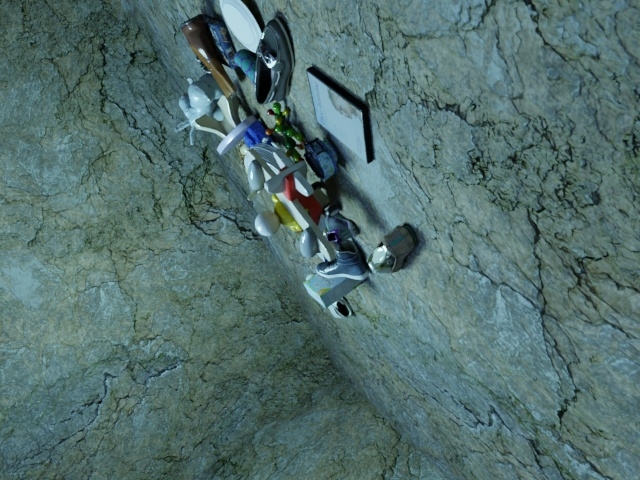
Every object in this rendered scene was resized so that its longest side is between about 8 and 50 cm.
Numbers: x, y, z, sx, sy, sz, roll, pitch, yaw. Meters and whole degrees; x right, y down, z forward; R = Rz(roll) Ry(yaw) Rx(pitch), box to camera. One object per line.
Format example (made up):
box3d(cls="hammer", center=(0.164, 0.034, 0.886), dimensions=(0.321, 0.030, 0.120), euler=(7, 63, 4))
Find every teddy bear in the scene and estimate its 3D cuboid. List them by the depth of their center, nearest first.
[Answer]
box3d(cls="teddy bear", center=(-0.298, -0.355, 2.255), dimensions=(0.338, 0.113, 0.245), euler=(95, 156, -76))

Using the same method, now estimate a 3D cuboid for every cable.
box3d(cls="cable", center=(-0.186, -0.277, 2.004), dimensions=(0.257, 0.089, 0.257), euler=(42, 158, -18))

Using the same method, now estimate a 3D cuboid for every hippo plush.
box3d(cls="hippo plush", center=(-0.549, -0.644, 2.253), dimensions=(0.234, 0.294, 0.237), euler=(41, 151, 14))

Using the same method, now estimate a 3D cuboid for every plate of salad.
box3d(cls="plate of salad", center=(-0.234, -0.669, 1.532), dimensions=(0.200, 0.048, 0.200), euler=(43, 165, 15))

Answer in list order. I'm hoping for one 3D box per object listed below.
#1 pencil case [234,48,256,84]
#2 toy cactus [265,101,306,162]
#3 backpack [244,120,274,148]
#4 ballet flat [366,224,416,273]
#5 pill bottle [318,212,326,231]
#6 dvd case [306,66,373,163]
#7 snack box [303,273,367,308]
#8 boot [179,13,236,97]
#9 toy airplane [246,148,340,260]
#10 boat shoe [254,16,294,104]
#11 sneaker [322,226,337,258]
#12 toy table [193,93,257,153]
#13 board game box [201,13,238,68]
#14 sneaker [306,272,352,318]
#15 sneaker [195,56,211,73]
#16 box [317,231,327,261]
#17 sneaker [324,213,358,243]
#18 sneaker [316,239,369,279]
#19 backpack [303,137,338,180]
box3d(cls="pencil case", center=(-0.229, -0.574, 1.688), dimensions=(0.152, 0.064, 0.070), euler=(53, 141, 18))
box3d(cls="toy cactus", center=(-0.127, -0.374, 1.740), dimensions=(0.219, 0.112, 0.180), euler=(55, 179, -28))
box3d(cls="backpack", center=(-0.250, -0.409, 2.059), dimensions=(0.120, 0.101, 0.098), euler=(49, 171, 10))
box3d(cls="ballet flat", center=(0.195, 0.042, 1.496), dimensions=(0.108, 0.106, 0.316), euler=(53, 166, 17))
box3d(cls="pill bottle", center=(-0.061, -0.111, 2.046), dimensions=(0.180, 0.108, 0.108), euler=(49, 164, 32))
box3d(cls="dvd case", center=(0.050, -0.335, 1.336), dimensions=(0.253, 0.022, 0.180), euler=(48, 164, 36))
box3d(cls="snack box", center=(0.057, 0.167, 2.039), dimensions=(0.070, 0.207, 0.174), euler=(62, 165, -24))
box3d(cls="boot", center=(-0.407, -0.668, 1.852), dimensions=(0.281, 0.096, 0.264), euler=(59, 166, -10))
box3d(cls="toy airplane", center=(-0.112, -0.119, 1.671), dimensions=(0.384, 0.272, 0.386), euler=(50, -176, -24))
box3d(cls="boat shoe", center=(-0.147, -0.508, 1.482), dimensions=(0.112, 0.095, 0.335), euler=(55, 166, 11))
box3d(cls="sneaker", center=(0.077, 0.022, 1.991), dimensions=(0.071, 0.066, 0.188), euler=(12, 141, 48))
box3d(cls="toy table", center=(-0.395, -0.497, 2.123), dimensions=(0.161, 0.252, 0.274), euler=(50, 132, -7))
box3d(cls="board game box", center=(-0.392, -0.756, 1.897), dimensions=(0.243, 0.042, 0.165), euler=(41, 159, 49))
box3d(cls="sneaker", center=(0.053, 0.280, 2.550), dimensions=(0.292, 0.108, 0.169), euler=(49, 166, -8))
box3d(cls="sneaker", center=(-0.489, -0.772, 2.199), dimensions=(0.071, 0.068, 0.170), euler=(50, -175, -46))
box3d(cls="box", center=(0.000, 0.000, 2.153), dimensions=(0.126, 0.072, 0.137), euler=(45, 161, 40))
box3d(cls="sneaker", center=(0.046, -0.044, 1.839), dimensions=(0.083, 0.098, 0.223), euler=(62, 165, -20))
box3d(cls="sneaker", center=(0.063, 0.068, 1.923), dimensions=(0.226, 0.086, 0.163), euler=(0, 133, 32))
box3d(cls="backpack", center=(0.008, -0.250, 1.536), dimensions=(0.114, 0.084, 0.105), euler=(59, 170, 13))
